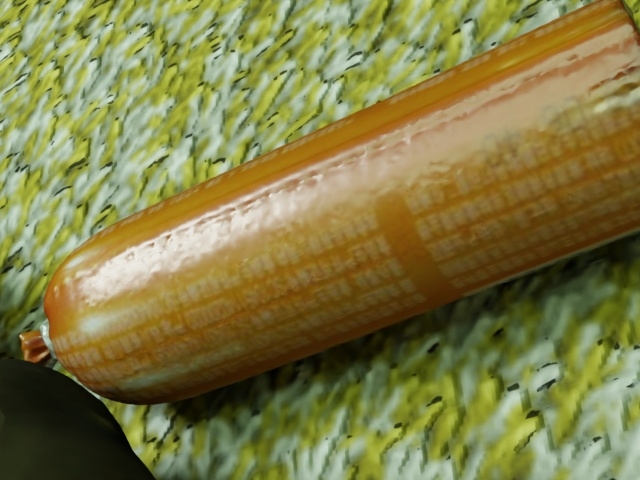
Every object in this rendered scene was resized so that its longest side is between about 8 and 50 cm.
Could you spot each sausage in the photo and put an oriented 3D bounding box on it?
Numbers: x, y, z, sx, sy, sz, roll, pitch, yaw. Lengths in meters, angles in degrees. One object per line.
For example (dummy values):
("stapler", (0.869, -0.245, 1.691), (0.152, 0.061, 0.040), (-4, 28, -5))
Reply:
("sausage", (0.000, 0.000, 0.494), (0.312, 0.093, 0.093), (-23, 53, 21))

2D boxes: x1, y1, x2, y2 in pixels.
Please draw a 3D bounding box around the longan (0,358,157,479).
("longan", (-0.140, 0.142, 0.437), (0.198, 0.198, 0.212), (-40, 53, 6))
